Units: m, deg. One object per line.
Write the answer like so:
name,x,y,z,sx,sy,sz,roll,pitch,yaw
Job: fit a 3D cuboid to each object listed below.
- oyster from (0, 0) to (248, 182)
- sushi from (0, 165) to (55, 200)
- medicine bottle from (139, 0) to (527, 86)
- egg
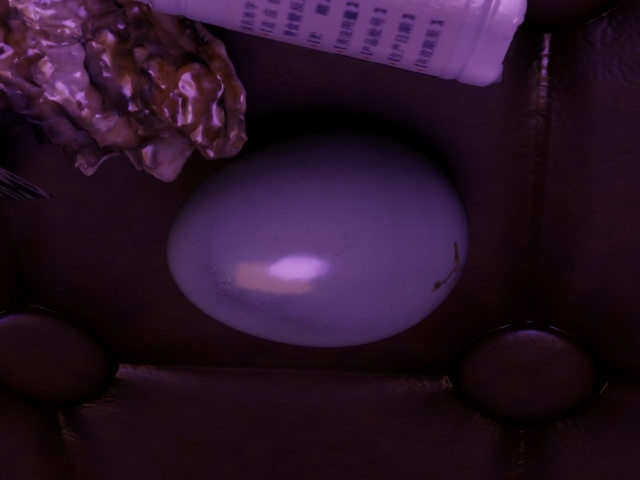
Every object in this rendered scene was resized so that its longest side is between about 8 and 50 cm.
oyster,-0.225,-0.164,1.188,0.238,0.114,0.351,-24,132,27
sushi,-0.339,-0.117,1.223,0.264,0.050,0.290,31,170,-19
medicine bottle,-0.016,-0.235,1.043,0.332,0.190,0.190,13,133,-5
egg,0.000,0.000,1.252,0.264,0.183,0.183,-5,138,-21
